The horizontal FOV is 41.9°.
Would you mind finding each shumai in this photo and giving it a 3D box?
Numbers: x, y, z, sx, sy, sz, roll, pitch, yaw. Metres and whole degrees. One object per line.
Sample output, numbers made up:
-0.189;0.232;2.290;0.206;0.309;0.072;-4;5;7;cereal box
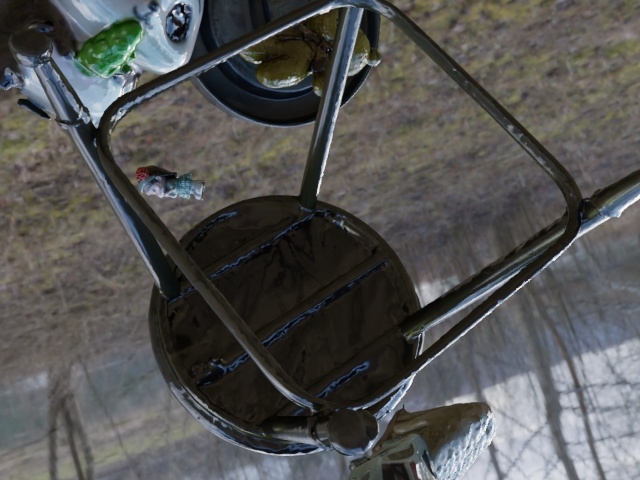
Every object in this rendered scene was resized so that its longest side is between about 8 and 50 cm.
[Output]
0.151;0.291;1.194;0.201;0.120;0.201;-33;144;-28;shumai

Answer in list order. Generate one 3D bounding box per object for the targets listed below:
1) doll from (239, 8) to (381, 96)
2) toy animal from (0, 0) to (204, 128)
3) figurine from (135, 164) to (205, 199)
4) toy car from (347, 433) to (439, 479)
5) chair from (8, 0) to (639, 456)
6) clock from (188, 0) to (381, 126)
-0.015;-0.254;1.094;0.209;0.137;0.097;-30;153;-49;doll
-0.263;-0.267;1.009;0.267;0.212;0.212;-34;165;24;toy animal
-0.233;-0.089;1.300;0.106;0.047;0.060;9;165;-5;figurine
0.091;0.289;0.989;0.056;0.095;0.205;-23;170;22;toy car
0.000;0.000;0.760;0.365;0.362;0.410;-34;163;-26;chair
-0.064;-0.322;1.207;0.319;0.318;0.066;-14;-170;-23;clock
